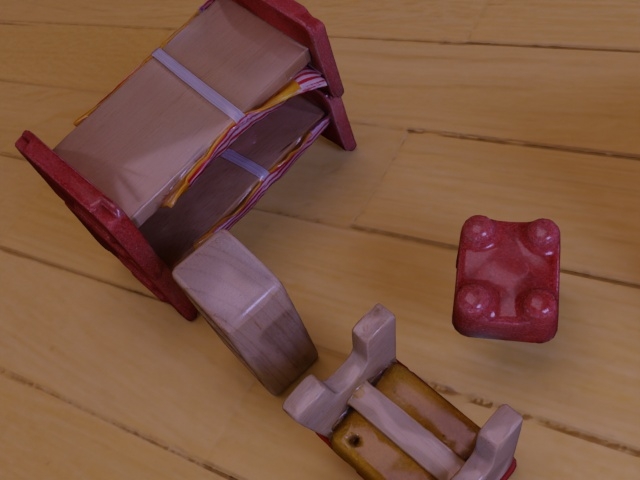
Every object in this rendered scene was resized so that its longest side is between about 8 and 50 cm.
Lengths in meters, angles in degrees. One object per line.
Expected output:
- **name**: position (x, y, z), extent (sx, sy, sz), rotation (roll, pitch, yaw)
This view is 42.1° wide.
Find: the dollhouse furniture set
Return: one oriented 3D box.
- **dollhouse furniture set**: position (0.000, 0.000, 0.548), extent (0.374, 0.152, 0.201), rotation (39, 76, 26)
